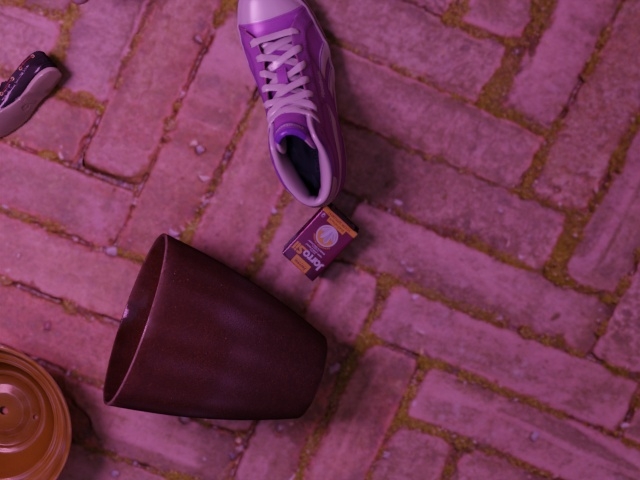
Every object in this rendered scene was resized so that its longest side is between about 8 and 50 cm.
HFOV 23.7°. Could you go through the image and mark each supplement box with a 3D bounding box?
[{"bbox_3d":[0.000,0.000,1.874,0.055,0.043,0.083,42,101,-4],"label":"supplement box"}]

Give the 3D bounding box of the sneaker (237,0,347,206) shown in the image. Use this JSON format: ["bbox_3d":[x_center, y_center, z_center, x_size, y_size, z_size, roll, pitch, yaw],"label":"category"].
[{"bbox_3d":[-0.031,-0.175,1.790,0.102,0.161,0.282,-18,96,9],"label":"sneaker"}]

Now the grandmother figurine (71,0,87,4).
[{"bbox_3d":[-0.259,-0.378,1.780,0.342,0.104,0.208,5,102,-6],"label":"grandmother figurine"}]

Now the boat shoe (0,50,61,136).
[{"bbox_3d":[-0.374,-0.176,1.876,0.133,0.049,0.042,-44,66,16],"label":"boat shoe"}]

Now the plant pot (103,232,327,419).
[{"bbox_3d":[-0.117,0.130,1.838,0.230,0.215,0.215,20,101,-13],"label":"plant pot"}]

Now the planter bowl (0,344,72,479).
[{"bbox_3d":[-0.409,0.224,1.919,0.217,0.090,0.217,1,100,4],"label":"planter bowl"}]
